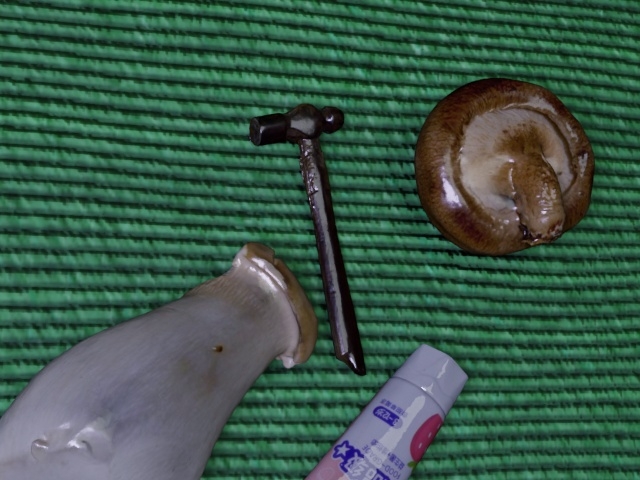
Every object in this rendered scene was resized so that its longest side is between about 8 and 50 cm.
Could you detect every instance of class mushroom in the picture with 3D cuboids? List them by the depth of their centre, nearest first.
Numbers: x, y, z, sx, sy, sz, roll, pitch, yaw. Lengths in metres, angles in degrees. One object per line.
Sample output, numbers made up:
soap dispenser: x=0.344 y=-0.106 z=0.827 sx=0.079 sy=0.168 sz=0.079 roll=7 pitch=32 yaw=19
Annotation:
mushroom: x=-0.096 y=0.087 z=0.884 sx=0.116 sy=0.093 sz=0.225 roll=50 pitch=52 yaw=-19
mushroom: x=0.120 y=-0.049 z=1.010 sx=0.127 sy=0.087 sz=0.127 roll=6 pitch=75 yaw=-24

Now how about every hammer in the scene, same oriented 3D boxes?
hammer: x=0.000 y=0.000 z=0.985 sx=0.065 sy=0.021 sz=0.178 roll=-7 pitch=80 yaw=-24

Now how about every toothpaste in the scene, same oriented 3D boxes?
toothpaste: x=0.019 y=0.147 z=0.937 sx=0.067 sy=0.043 sz=0.194 roll=41 pitch=69 yaw=-9
